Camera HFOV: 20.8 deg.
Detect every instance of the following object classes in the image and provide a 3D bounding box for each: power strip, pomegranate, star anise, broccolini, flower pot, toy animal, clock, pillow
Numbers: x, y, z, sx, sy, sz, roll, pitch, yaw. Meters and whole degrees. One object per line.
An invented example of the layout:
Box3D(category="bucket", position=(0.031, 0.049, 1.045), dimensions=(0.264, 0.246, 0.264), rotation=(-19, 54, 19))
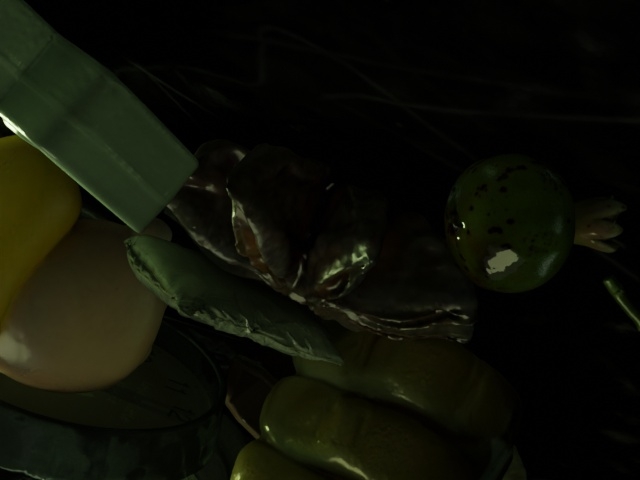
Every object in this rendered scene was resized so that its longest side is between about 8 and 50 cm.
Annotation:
Box3D(category="power strip", position=(-0.227, -0.152, 1.389), dimensions=(0.229, 0.141, 0.261), rotation=(36, 174, 37))
Box3D(category="pomegranate", position=(0.166, -0.013, 1.358), dimensions=(0.142, 0.115, 0.114), rotation=(1, 164, -13))
Box3D(category="star anise", position=(0.000, -0.001, 1.527), dimensions=(0.331, 0.118, 0.332), rotation=(19, 169, 4))
Box3D(category="broccolini", position=(0.323, 0.091, 1.507), dimensions=(0.194, 0.052, 0.054), rotation=(28, 155, -12))
Box3D(category="flower pot", position=(-0.021, 0.192, 2.034), dimensions=(0.179, 0.084, 0.251), rotation=(42, 162, 6))
Box3D(category="toy animal", position=(-0.337, 0.011, 1.818), dimensions=(0.345, 0.278, 0.247), rotation=(-1, -164, -35))
Box3D(category="clock", position=(-0.291, 0.151, 1.968), dimensions=(0.386, 0.076, 0.386), rotation=(16, -161, -6))
Box3D(category="pillow", position=(-0.078, 0.056, 1.612), dimensions=(0.229, 0.051, 0.128), rotation=(21, -161, -46))

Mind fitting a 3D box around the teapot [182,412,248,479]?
Box3D(category="teapot", position=(-0.213, 0.303, 2.460), dimensions=(0.239, 0.321, 0.239), rotation=(21, 126, 55))

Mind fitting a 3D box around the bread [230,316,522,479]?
Box3D(category="bread", position=(0.064, 0.239, 1.743), dimensions=(0.210, 0.341, 0.300), rotation=(18, 155, 34))

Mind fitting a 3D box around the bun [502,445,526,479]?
Box3D(category="bun", position=(0.139, 0.293, 1.967), dimensions=(0.220, 0.220, 0.134), rotation=(29, 176, -16))
